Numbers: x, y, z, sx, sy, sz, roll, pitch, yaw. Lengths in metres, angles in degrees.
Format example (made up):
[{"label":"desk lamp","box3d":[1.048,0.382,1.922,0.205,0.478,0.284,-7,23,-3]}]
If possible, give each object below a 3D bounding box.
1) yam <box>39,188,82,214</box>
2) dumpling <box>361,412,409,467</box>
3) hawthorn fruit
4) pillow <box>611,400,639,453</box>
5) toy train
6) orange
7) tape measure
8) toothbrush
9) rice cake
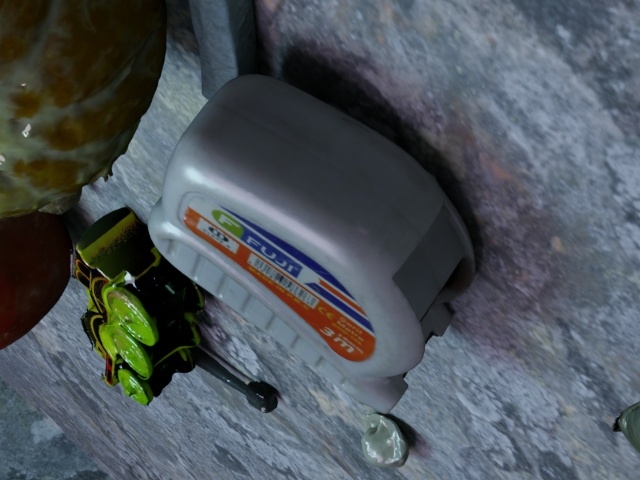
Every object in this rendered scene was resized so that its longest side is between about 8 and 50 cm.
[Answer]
[{"label":"yam","box3d":[-0.296,-0.122,1.441,0.081,0.081,0.356,42,159,7]},{"label":"dumpling","box3d":[0.070,0.215,1.444,0.052,0.057,0.076,1,172,9]},{"label":"hawthorn fruit","box3d":[-0.447,0.006,1.711,0.284,0.284,0.284,37,157,19]},{"label":"pillow","box3d":[0.331,0.180,0.873,0.302,0.075,0.185,38,158,11]},{"label":"toy train","box3d":[-0.226,0.090,1.634,0.160,0.100,0.296,41,150,15]},{"label":"orange","box3d":[-0.282,-0.165,1.037,0.329,0.329,0.249,72,180,-48]},{"label":"tape measure","box3d":[0.000,0.000,1.065,0.258,0.130,0.265,36,155,3]},{"label":"toothbrush","box3d":[-0.164,0.145,1.736,0.297,0.030,0.030,27,143,36]},{"label":"rice cake","box3d":[-0.076,-0.181,0.997,0.045,0.042,0.245,32,154,19]}]
